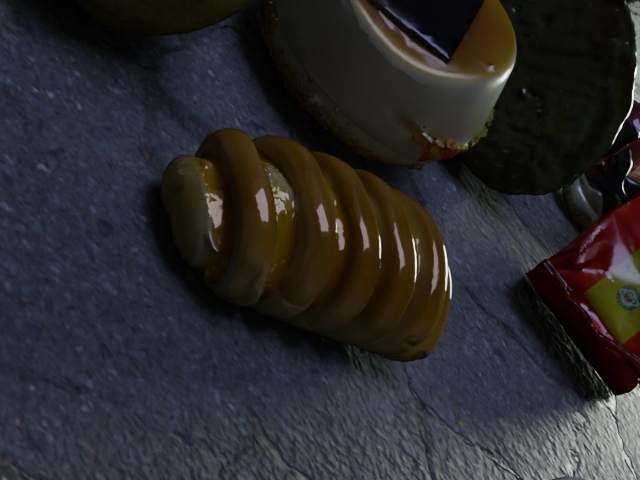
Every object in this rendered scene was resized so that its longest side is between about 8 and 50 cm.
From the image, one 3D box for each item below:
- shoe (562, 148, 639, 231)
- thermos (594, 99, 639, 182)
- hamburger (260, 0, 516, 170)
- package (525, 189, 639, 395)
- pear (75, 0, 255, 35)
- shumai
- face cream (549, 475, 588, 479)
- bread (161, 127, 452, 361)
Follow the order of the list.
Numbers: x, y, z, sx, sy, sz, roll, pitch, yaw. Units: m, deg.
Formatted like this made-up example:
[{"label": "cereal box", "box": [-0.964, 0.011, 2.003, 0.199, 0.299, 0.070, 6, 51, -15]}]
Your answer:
[{"label": "shoe", "box": [0.420, -0.024, 2.108, 0.227, 0.112, 0.099, 45, 26, -13]}, {"label": "thermos", "box": [0.427, -0.147, 2.240, 0.136, 0.109, 0.330, 45, 16, 22]}, {"label": "hamburger", "box": [0.067, -0.206, 1.679, 0.294, 0.179, 0.276, 38, 37, -9]}, {"label": "package", "box": [0.406, 0.036, 1.917, 0.424, 0.123, 0.196, -31, 82, -44]}, {"label": "pear", "box": [-0.139, -0.346, 1.400, 0.304, 0.304, 0.304, 39, 30, -27]}, {"label": "shumai", "box": [0.251, -0.233, 1.940, 0.288, 0.292, 0.329, -75, 156, -78]}, {"label": "face cream", "box": [0.245, 0.295, 1.470, 0.337, 0.080, 0.163, -3, 59, -59]}, {"label": "bread", "box": [0.000, 0.000, 1.388, 0.311, 0.121, 0.172, 21, 41, -46]}]
